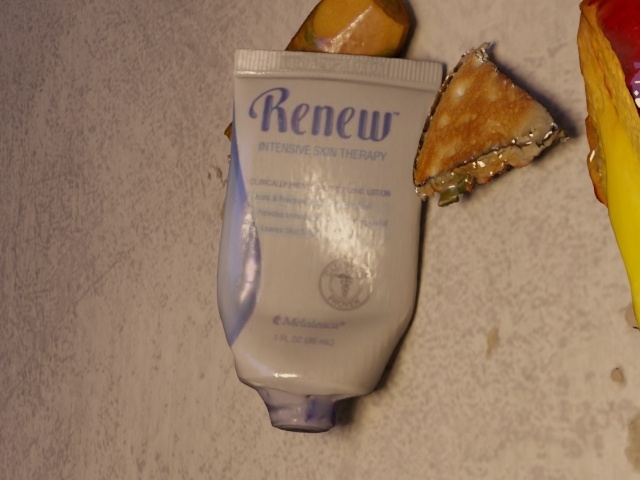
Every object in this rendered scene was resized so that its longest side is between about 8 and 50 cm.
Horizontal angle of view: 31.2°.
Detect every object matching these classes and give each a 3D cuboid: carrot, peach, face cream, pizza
[{"bbox_3d":[-0.014,-0.181,1.374,0.302,0.114,0.114,-47,48,30],"label":"carrot"},{"bbox_3d":[0.296,-0.060,0.866,0.281,0.281,0.338,29,101,49],"label":"peach"},{"bbox_3d":[0.000,0.000,1.259,0.235,0.137,0.420,5,83,8],"label":"face cream"},{"bbox_3d":[0.181,-0.114,1.172,0.195,0.052,0.185,14,83,54],"label":"pizza"}]
